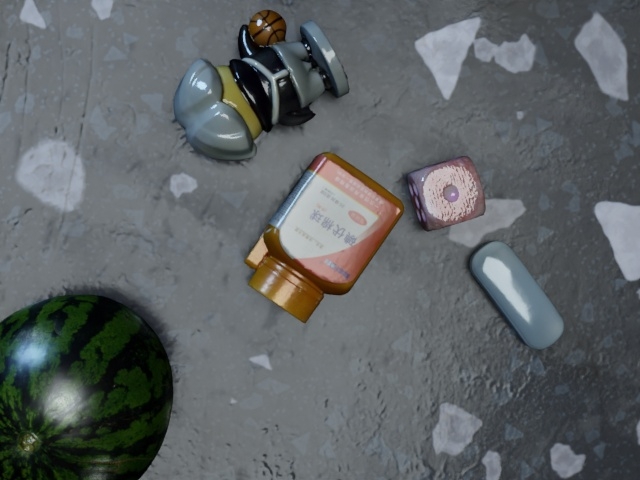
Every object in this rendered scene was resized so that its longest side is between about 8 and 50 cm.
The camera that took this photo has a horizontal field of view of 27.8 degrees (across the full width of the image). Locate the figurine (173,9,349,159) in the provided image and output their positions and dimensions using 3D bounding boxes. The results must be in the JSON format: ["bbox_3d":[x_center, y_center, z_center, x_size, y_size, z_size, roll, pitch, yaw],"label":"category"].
[{"bbox_3d":[-0.095,-0.218,1.825,0.236,0.133,0.176,-30,85,-6],"label":"figurine"}]

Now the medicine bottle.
[{"bbox_3d":[0.000,0.000,1.845,0.149,0.112,0.222,35,88,-5],"label":"medicine bottle"}]

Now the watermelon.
[{"bbox_3d":[-0.338,0.217,1.743,0.285,0.285,0.285,0,91,-5],"label":"watermelon"}]

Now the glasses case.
[{"bbox_3d":[0.290,0.081,1.906,0.067,0.045,0.178,-37,93,-4],"label":"glasses case"}]

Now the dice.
[{"bbox_3d":[0.182,-0.067,1.871,0.093,0.091,0.094,-16,93,-5],"label":"dice"}]
